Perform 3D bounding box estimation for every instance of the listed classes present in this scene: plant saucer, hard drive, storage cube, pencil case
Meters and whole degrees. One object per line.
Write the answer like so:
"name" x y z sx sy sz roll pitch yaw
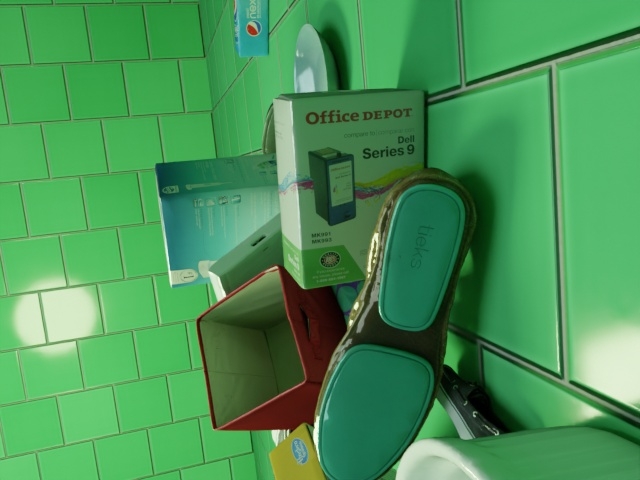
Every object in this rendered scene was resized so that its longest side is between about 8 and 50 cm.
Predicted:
"plant saucer" -0.002 -0.251 0.898 0.195 0.038 0.194 171 90 -74
"hard drive" -0.088 0.117 1.018 0.040 0.203 0.307 22 137 34
"storage cube" -0.049 0.173 0.849 0.215 0.193 0.183 -35 56 28
"pencil case" 0.051 0.074 0.816 0.070 0.065 0.151 59 -171 -49

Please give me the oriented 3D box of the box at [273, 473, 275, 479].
"box" -0.014 0.420 1.069 0.184 0.045 0.191 -57 12 -9

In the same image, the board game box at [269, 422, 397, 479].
"board game box" 0.081 0.374 0.587 0.242 0.064 0.316 40 -168 -34

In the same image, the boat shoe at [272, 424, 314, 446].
"boat shoe" -0.019 0.269 1.006 0.102 0.108 0.301 -147 71 -66

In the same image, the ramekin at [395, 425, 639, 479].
"ramekin" 0.165 0.262 0.368 0.277 0.135 0.277 173 90 -75

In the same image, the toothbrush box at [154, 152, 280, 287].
"toothbrush box" -0.156 -0.044 1.070 0.126 0.296 0.216 -114 22 -49

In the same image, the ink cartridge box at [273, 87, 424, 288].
"ink cartridge box" 0.034 -0.065 0.640 0.093 0.155 0.212 -140 45 -68

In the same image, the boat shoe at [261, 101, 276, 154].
"boat shoe" -0.087 -0.192 1.145 0.079 0.084 0.233 -114 19 -45

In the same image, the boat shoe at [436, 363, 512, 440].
"boat shoe" 0.152 0.166 0.551 0.040 0.049 0.142 -55 22 14

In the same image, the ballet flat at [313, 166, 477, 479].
"ballet flat" 0.077 0.088 0.581 0.124 0.116 0.342 -48 -29 -74

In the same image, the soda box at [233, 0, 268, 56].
"soda box" -0.160 -0.535 1.258 0.067 0.071 0.210 -117 25 -50
